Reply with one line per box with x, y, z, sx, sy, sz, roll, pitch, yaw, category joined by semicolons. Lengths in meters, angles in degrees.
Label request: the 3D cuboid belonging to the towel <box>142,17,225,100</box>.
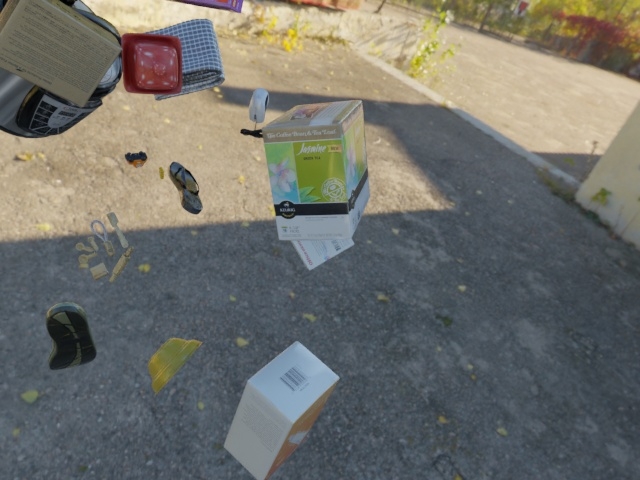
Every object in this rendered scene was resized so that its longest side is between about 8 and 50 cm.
-0.506;-0.664;1.780;0.284;0.121;0.234;-14;76;-2;towel

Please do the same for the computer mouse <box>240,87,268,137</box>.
-0.251;-0.495;1.912;0.106;0.192;0.042;16;23;11;computer mouse

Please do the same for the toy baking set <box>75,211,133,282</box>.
-0.804;0.031;1.836;0.197;0.256;0.030;38;9;-6;toy baking set

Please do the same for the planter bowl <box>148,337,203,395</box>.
-0.481;0.378;1.562;0.090;0.217;0.217;42;34;-3;planter bowl

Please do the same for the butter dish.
-0.446;-0.470;1.328;0.160;0.159;0.118;-7;28;-27;butter dish

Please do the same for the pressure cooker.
-0.811;-0.542;1.444;0.375;0.421;0.369;47;30;-37;pressure cooker

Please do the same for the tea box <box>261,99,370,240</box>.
0.003;-0.212;1.415;0.220;0.323;0.329;-1;25;15;tea box

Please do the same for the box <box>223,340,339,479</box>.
-0.119;0.498;1.419;0.168;0.345;0.215;37;40;19;box

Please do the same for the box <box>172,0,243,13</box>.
-0.324;-0.754;1.350;0.293;0.200;0.057;21;13;25;box

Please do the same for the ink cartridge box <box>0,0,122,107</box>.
-0.639;-0.465;1.181;0.235;0.193;0.088;24;25;-52;ink cartridge box

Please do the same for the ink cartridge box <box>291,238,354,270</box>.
0.000;0.000;1.644;0.128;0.176;0.127;61;-4;-6;ink cartridge box

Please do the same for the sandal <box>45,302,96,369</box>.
-0.673;0.254;1.326;0.120;0.302;0.086;-5;47;-30;sandal

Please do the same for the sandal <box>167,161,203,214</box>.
-0.448;-0.187;1.673;0.097;0.054;0.254;19;30;-48;sandal

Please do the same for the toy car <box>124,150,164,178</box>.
-0.474;-0.194;1.319;0.060;0.040;0.122;-29;59;-37;toy car
